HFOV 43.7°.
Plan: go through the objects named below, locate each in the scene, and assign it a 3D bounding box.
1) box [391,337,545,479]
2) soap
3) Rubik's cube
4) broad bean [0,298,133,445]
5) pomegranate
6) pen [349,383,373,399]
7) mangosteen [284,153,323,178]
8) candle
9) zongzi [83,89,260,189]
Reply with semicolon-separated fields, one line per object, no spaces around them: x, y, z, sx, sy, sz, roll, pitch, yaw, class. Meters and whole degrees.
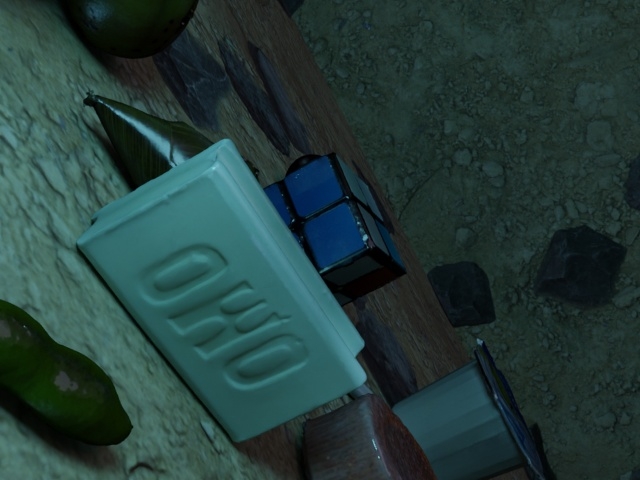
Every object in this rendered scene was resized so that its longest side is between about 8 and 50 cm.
0.252;0.329;1.452;0.263;0.206;0.291;62;11;-5;box
-0.086;0.056;0.773;0.266;0.159;0.088;57;14;-23;soap
0.000;0.001;1.192;0.167;0.183;0.180;69;12;22;Rubik's cube
-0.205;0.075;0.521;0.254;0.046;0.065;47;26;-46;broad bean
-0.235;-0.328;0.953;0.211;0.179;0.179;56;14;-24;pomegranate
0.013;0.180;1.208;0.269;0.033;0.033;51;17;-43;pen
0.002;-0.110;1.536;0.140;0.140;0.140;57;13;-22;mangosteen
0.108;0.344;1.031;0.317;0.131;0.287;64;10;3;candle
-0.146;-0.032;0.859;0.242;0.112;0.221;34;30;-49;zongzi
